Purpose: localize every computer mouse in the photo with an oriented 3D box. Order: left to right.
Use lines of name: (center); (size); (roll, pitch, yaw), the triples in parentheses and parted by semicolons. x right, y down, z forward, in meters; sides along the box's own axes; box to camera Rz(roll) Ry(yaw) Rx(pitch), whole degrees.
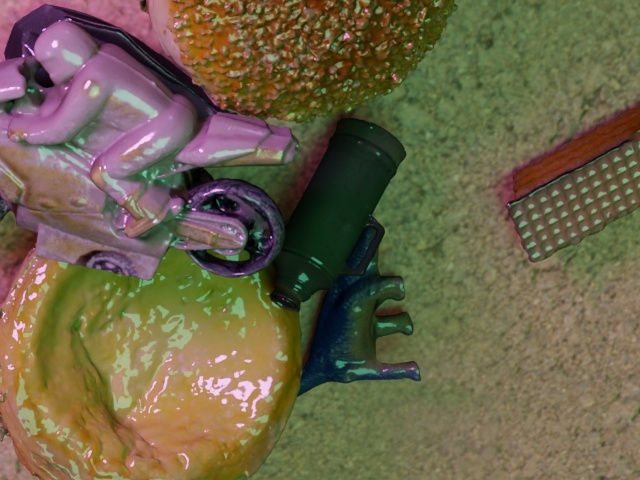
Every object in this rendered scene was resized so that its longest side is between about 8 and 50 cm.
computer mouse: (-0.178, -0.129, 1.602); (0.231, 0.071, 0.126); (35, 110, -16)

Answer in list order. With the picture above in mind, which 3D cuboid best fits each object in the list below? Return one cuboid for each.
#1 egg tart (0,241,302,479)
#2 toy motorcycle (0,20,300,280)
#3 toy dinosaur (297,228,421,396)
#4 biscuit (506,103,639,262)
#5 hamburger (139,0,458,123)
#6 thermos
egg tart: (-0.166, 0.106, 1.678); (0.315, 0.120, 0.315); (-1, 93, -20)
toy motorcycle: (-0.189, -0.078, 1.526); (0.341, 0.108, 0.223); (11, 119, 3)
toy dinosaur: (0.000, 0.086, 1.780); (0.188, 0.075, 0.247); (-12, 125, -2)
biscuit: (0.359, -0.102, 1.798); (0.379, 0.054, 0.094); (-29, 122, -2)
hamburger: (-0.017, -0.242, 1.544); (0.302, 0.170, 0.302); (-7, 117, -14)
thermos: (0.012, -0.017, 1.673); (0.083, 0.073, 0.187); (34, 70, -15)
